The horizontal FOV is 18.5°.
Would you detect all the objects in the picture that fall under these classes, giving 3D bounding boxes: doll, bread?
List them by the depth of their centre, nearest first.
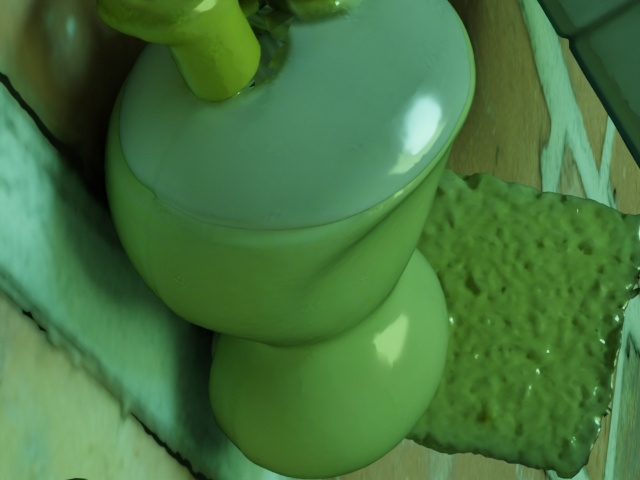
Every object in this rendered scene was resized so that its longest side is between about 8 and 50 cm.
[{"bbox_3d":[-0.010,-0.005,0.706,0.141,0.117,0.296,-50,158,-28],"label":"doll"},{"bbox_3d":[0.065,0.039,0.889,0.127,0.147,0.152,87,20,-61],"label":"bread"}]

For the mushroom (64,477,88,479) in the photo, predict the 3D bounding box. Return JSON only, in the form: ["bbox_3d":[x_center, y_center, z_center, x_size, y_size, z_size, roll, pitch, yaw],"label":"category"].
[{"bbox_3d":[-0.108,0.117,0.426,0.278,0.096,0.099,-37,129,-73],"label":"mushroom"}]

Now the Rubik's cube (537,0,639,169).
[{"bbox_3d":[0.263,-0.243,0.939,0.344,0.347,0.346,59,23,1],"label":"Rubik's cube"}]
